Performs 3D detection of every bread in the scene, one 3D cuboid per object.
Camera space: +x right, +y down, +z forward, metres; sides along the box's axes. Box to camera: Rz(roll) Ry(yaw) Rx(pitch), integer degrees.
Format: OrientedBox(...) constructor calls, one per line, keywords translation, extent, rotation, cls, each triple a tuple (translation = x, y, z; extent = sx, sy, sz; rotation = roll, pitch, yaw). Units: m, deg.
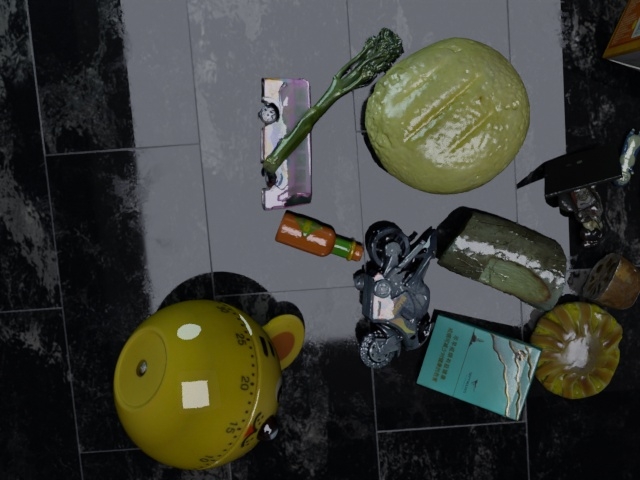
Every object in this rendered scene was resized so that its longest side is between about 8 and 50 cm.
OrientedBox(translation=(0.252, -0.241, 1.661), extent=(0.321, 0.237, 0.320), rotation=(0, 95, -3), cls="bread")
OrientedBox(translation=(0.547, 0.235, 1.792), extent=(0.214, 0.105, 0.213), rotation=(0, 98, 3), cls="bread")

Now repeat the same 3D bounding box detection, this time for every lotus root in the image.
OrientedBox(translation=(0.618, 0.086, 1.761), extent=(0.081, 0.122, 0.112), rotation=(22, 88, -5), cls="lotus root")

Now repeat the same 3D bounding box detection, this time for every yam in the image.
OrientedBox(translation=(0.386, 0.034, 1.746), extent=(0.255, 0.154, 0.153), rotation=(23, 97, 2), cls="yam")

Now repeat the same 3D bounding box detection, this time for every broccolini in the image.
OrientedBox(translation=(0.033, -0.278, 1.688), extent=(0.079, 0.074, 0.392), rotation=(40, 78, -5), cls="broccolini")

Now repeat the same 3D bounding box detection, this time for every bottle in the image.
OrientedBox(translation=(0.000, 0.000, 1.781), extent=(0.187, 0.069, 0.069), rotation=(19, 97, -4), cls="bottle")

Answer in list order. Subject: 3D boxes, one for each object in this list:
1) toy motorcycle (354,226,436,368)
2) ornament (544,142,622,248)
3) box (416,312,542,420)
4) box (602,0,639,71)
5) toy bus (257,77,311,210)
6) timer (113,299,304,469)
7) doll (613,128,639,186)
OrientedBox(translation=(0.167, 0.121, 1.775), extent=(0.173, 0.108, 0.307), rotation=(5, 95, -20), cls="toy motorcycle")
OrientedBox(translation=(0.566, -0.073, 1.742), extent=(0.153, 0.166, 0.196), rotation=(-14, 118, 23), cls="ornament")
OrientedBox(translation=(0.338, 0.269, 1.793), extent=(0.229, 0.041, 0.161), rotation=(18, 98, 17), cls="box")
OrientedBox(translation=(0.744, -0.411, 1.614), extent=(0.260, 0.283, 0.213), rotation=(21, 98, -3), cls="box")
OrientedBox(translation=(-0.077, -0.200, 1.744), extent=(0.112, 0.090, 0.273), rotation=(-2, 99, -8), cls="toy bus")
OrientedBox(translation=(-0.213, 0.297, 1.709), extent=(0.387, 0.376, 0.376), rotation=(22, 99, -46), cls="timer")
OrientedBox(translation=(0.652, -0.174, 1.774), extent=(0.037, 0.027, 0.125), rotation=(16, 97, 5), cls="doll")
